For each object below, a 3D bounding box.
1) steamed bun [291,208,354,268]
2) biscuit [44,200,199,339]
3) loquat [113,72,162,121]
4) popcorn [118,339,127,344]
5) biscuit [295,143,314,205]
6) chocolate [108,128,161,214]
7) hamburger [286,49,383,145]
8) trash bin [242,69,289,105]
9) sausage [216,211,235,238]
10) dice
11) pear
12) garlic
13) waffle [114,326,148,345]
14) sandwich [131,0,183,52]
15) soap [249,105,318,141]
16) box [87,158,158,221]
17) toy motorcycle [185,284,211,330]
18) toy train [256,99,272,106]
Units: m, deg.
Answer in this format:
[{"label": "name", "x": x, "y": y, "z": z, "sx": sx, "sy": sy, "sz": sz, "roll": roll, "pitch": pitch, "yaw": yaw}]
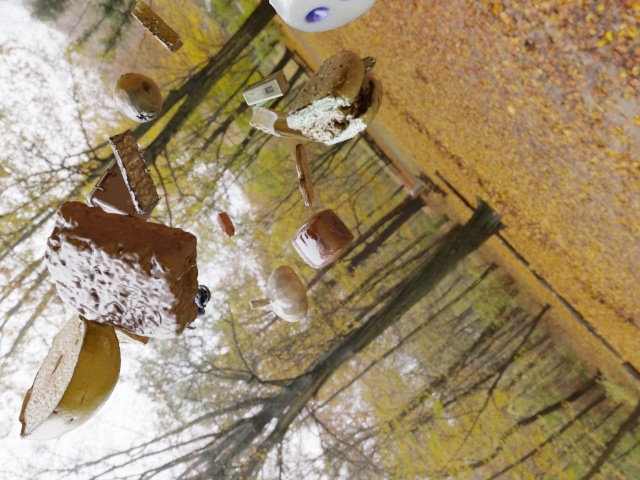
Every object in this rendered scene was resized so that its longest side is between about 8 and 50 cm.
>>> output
[{"label": "steamed bun", "x": 0.000, "y": 0.000, "z": 2.301, "sx": 0.235, "sy": 0.248, "sz": 0.379, "roll": 50, "pitch": 175, "yaw": 0}, {"label": "biscuit", "x": -0.541, "y": 0.095, "z": 1.332, "sx": 0.395, "sy": 0.343, "sz": 0.166, "roll": 13, "pitch": -140, "yaw": 5}, {"label": "loquat", "x": -0.723, "y": -0.569, "z": 1.907, "sx": 0.227, "sy": 0.179, "sz": 0.179, "roll": 38, "pitch": -175, "yaw": 29}, {"label": "popcorn", "x": -0.808, "y": 0.332, "z": 1.960, "sx": 0.185, "sy": 0.167, "sz": 0.188, "roll": -24, "pitch": 90, "yaw": 63}, {"label": "biscuit", "x": -0.064, "y": -0.256, "z": 1.849, "sx": 0.180, "sy": 0.039, "sz": 0.236, "roll": -74, "pitch": -23, "yaw": -64}, {"label": "chocolate", "x": -0.614, "y": -0.223, "z": 1.577, "sx": 0.065, "sy": 0.102, "sz": 0.329, "roll": 30, "pitch": 147, "yaw": 20}, {"label": "hamburger", "x": 0.055, "y": -0.460, "z": 1.544, "sx": 0.195, "sy": 0.277, "sz": 0.318, "roll": 36, "pitch": 151, "yaw": -27}, {"label": "trash bin", "x": -0.124, "y": -0.345, "z": 1.092, "sx": 0.043, "sy": 0.092, "sz": 0.061, "roll": 62, "pitch": -152, "yaw": -29}, {"label": "sausage", "x": -0.441, "y": -0.070, "z": 2.248, "sx": 0.065, "sy": 0.065, "sz": 0.169, "roll": 38, "pitch": -172, "yaw": -39}, {"label": "dice", "x": 0.003, "y": -0.690, "z": 1.175, "sx": 0.243, "sy": 0.251, "sz": 0.259, "roll": -4, "pitch": -103, "yaw": -55}, {"label": "pear", "x": -0.733, "y": 0.424, "z": 1.468, "sx": 0.191, "sy": 0.387, "sz": 0.340, "roll": 29, "pitch": 179, "yaw": -36}, {"label": "garlic", "x": -0.161, "y": 0.218, "z": 1.797, "sx": 0.218, "sy": 0.212, "sz": 0.219, "roll": 159, "pitch": 90, "yaw": -76}, {"label": "waffle", "x": -0.690, "y": 0.213, "z": 1.774, "sx": 0.213, "sy": 0.091, "sz": 0.308, "roll": 64, "pitch": -151, "yaw": -58}, {"label": "sandwich", "x": -0.605, "y": -0.791, "z": 1.788, "sx": 0.186, "sy": 0.065, "sz": 0.215, "roll": 43, "pitch": -177, "yaw": -16}, {"label": "soap", "x": -0.118, "y": -0.458, "z": 1.895, "sx": 0.274, "sy": 0.089, "sz": 0.173, "roll": -2, "pitch": -156, "yaw": -45}, {"label": "box", "x": -0.731, "y": -0.161, "z": 1.815, "sx": 0.167, "sy": 0.193, "sz": 0.294, "roll": 28, "pitch": 166, "yaw": -7}, {"label": "toy motorcycle", "x": -0.655, "y": 0.286, "z": 2.306, "sx": 0.319, "sy": 0.241, "sz": 0.182, "roll": 20, "pitch": -140, "yaw": 26}, {"label": "toy train", "x": -0.273, "y": -0.674, "z": 2.268, "sx": 0.056, "sy": 0.093, "sz": 0.038, "roll": 57, "pitch": -170, "yaw": -65}]
